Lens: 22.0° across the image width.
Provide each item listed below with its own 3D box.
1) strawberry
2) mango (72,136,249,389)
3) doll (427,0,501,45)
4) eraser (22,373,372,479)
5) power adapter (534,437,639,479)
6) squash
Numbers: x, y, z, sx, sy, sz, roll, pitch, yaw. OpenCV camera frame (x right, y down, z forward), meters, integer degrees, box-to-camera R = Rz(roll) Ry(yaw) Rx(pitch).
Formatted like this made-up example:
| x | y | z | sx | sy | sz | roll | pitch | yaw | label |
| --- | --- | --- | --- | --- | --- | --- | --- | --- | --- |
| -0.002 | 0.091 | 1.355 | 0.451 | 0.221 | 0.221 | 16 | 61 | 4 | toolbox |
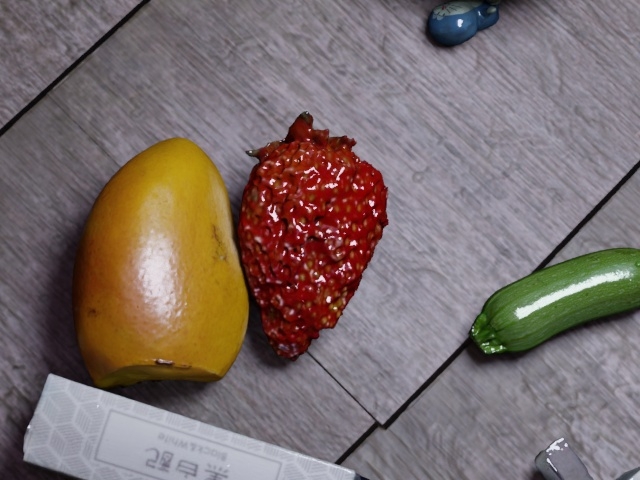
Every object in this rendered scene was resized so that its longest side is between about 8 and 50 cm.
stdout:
| x | y | z | sx | sy | sz | roll | pitch | yaw | label |
| --- | --- | --- | --- | --- | --- | --- | --- | --- | --- |
| -0.012 | 0.000 | 1.669 | 0.174 | 0.098 | 0.228 | 30 | 72 | -39 | strawberry |
| -0.162 | 0.016 | 1.671 | 0.187 | 0.138 | 0.257 | 1 | 78 | -23 | mango |
| 0.159 | -0.244 | 1.792 | 0.083 | 0.076 | 0.050 | -29 | 114 | -16 | doll |
| -0.092 | 0.241 | 1.648 | 0.404 | 0.098 | 0.096 | 18 | 78 | 2 | eraser |
| 0.288 | 0.287 | 1.639 | 0.125 | 0.130 | 0.205 | -37 | 82 | -10 | power adapter |
| 0.257 | 0.061 | 1.721 | 0.219 | 0.068 | 0.077 | -22 | 84 | -7 | squash |
